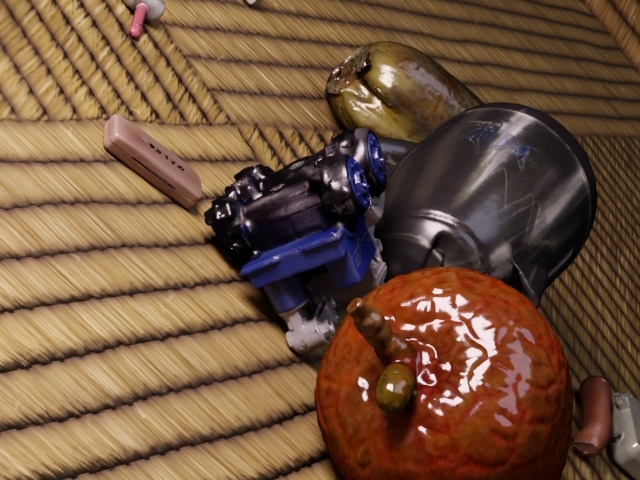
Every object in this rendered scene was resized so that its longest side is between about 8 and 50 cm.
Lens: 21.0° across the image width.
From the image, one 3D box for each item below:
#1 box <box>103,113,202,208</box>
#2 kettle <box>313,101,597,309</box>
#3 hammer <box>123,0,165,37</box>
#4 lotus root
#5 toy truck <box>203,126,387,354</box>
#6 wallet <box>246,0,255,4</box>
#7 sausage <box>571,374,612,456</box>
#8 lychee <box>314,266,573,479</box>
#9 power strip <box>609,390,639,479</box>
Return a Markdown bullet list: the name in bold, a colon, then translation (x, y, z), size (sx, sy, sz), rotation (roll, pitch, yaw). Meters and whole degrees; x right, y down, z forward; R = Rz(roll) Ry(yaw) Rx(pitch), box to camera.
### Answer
- **box**: translation (-0.164, -0.079, 1.698), size (0.115, 0.025, 0.048), rotation (38, 26, -26)
- **kettle**: translation (0.128, -0.027, 1.953), size (0.321, 0.228, 0.324), rotation (27, 27, 13)
- **hammer**: translation (-0.200, -0.250, 1.906), size (0.052, 0.031, 0.083), rotation (36, 36, -22)
- **lotus root**: translation (0.134, -0.140, 2.182), size (0.275, 0.152, 0.160), rotation (45, 5, -20)
- **toy truck**: translation (0.000, 0.000, 1.743), size (0.177, 0.161, 0.213), rotation (65, 19, -13)
- **wallet**: translation (-0.123, -0.356, 2.216), size (0.122, 0.025, 0.061), rotation (42, 17, -17)
- **sausage**: translation (0.336, 0.218, 2.133), size (0.047, 0.040, 0.177), rotation (46, 24, -10)
- **lychee**: translation (0.114, 0.146, 1.570), size (0.300, 0.255, 0.255), rotation (62, 5, -53)
- **power strip**: translation (0.455, 0.300, 2.212), size (0.270, 0.046, 0.118), rotation (41, 26, -23)
